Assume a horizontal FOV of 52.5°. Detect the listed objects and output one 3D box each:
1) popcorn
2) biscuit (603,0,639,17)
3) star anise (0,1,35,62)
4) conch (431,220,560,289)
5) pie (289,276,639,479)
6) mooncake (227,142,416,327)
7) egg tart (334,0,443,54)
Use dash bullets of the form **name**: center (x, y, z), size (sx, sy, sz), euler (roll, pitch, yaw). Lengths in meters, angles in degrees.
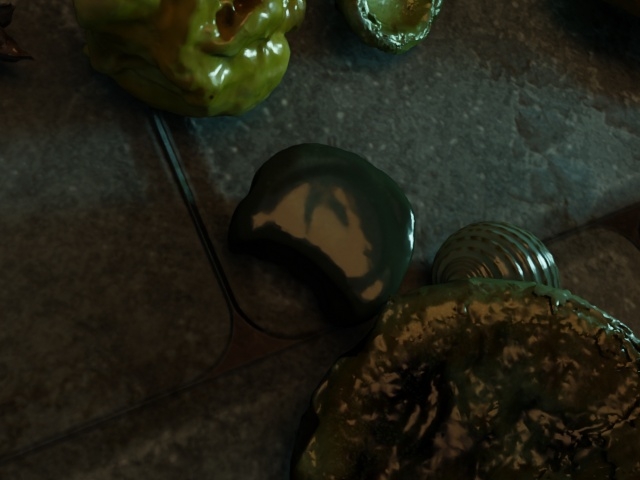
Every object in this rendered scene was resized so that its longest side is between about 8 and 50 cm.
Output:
- **popcorn**: center (-0.122, -0.215, 0.625), size (0.254, 0.191, 0.190), euler (-21, 89, -33)
- **biscuit**: center (0.483, -0.407, 0.926), size (0.381, 0.074, 0.359), euler (28, 46, 5)
- **star anise**: center (-0.330, -0.192, 0.614), size (0.129, 0.056, 0.124), euler (16, 65, 6)
- **conch**: center (0.189, 0.045, 0.661), size (0.153, 0.102, 0.135), euler (-6, 84, -21)
- **pie**: center (0.167, 0.183, 0.564), size (0.372, 0.078, 0.296), euler (19, 82, -5)
- **mooncake**: center (0.000, 0.000, 0.614), size (0.169, 0.104, 0.175), euler (-20, 77, -28)
- **egg tart**: center (0.074, -0.315, 0.753), size (0.078, 0.197, 0.197), euler (16, 53, 38)
